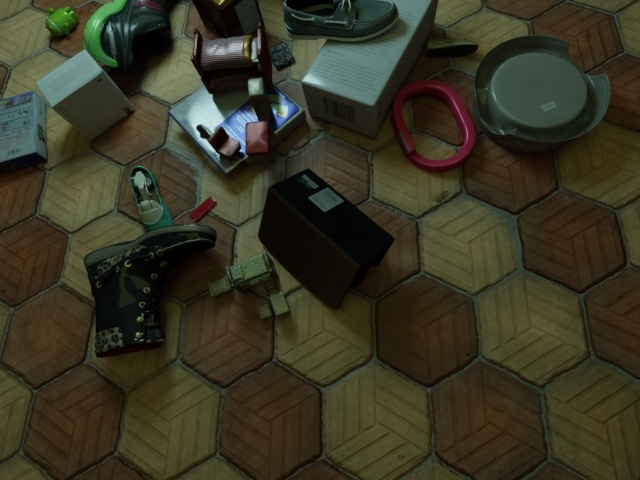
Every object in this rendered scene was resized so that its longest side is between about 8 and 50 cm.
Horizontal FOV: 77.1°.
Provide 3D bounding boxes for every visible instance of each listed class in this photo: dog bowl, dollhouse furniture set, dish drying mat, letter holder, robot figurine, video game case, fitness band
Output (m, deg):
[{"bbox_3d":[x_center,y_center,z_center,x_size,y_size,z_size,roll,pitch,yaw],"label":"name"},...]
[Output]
[{"bbox_3d":[0.598,-0.401,1.127,0.348,0.102,0.349,-2,72,6],"label":"dog bowl"},{"bbox_3d":[-0.192,0.141,1.031,0.182,0.101,0.161,-22,71,-2],"label":"dollhouse furniture set"},{"bbox_3d":[-0.343,-0.093,1.176,0.032,0.008,0.083,42,81,18],"label":"dish drying mat"},{"bbox_3d":[-0.241,-0.402,1.124,0.201,0.152,0.374,-5,71,4],"label":"dollhouse furniture set"},{"bbox_3d":[0.000,0.000,1.048,0.302,0.214,0.152,41,48,18],"label":"letter holder"},{"bbox_3d":[-0.929,-0.782,1.440,0.101,0.067,0.115,45,81,5],"label":"robot figurine"},{"bbox_3d":[-1.034,-0.338,1.306,0.269,0.061,0.244,-16,72,1],"label":"video game case"},{"bbox_3d":[0.323,-0.334,1.164,0.209,0.054,0.291,-16,71,-2],"label":"fitness band"}]

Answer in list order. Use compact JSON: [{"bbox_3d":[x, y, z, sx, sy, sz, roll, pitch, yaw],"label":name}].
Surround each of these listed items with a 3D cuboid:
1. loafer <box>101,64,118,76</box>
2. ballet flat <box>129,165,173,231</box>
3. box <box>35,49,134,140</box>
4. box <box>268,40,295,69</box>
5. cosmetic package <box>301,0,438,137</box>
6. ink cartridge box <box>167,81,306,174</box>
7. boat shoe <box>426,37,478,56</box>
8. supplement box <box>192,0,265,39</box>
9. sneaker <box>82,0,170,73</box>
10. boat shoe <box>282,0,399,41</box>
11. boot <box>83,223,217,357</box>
[{"bbox_3d":[-0.705,-0.588,1.368,0.125,0.045,0.039,-40,88,-2],"label":"loafer"},{"bbox_3d":[-0.498,-0.113,1.158,0.083,0.087,0.247,-25,71,-3],"label":"ballet flat"},{"bbox_3d":[-0.719,-0.444,1.243,0.182,0.181,0.119,-39,71,-7],"label":"box"},{"bbox_3d":[-0.132,-0.608,1.320,0.067,0.018,0.083,-28,71,-3],"label":"box"},{"bbox_3d":[0.154,-0.558,1.195,0.230,0.161,0.453,25,76,16],"label":"cosmetic package"},{"bbox_3d":[-0.255,-0.381,1.234,0.307,0.072,0.303,-42,74,-6],"label":"ink cartridge box"},{"bbox_3d":[0.407,-0.602,1.241,0.153,0.056,0.048,0,76,14],"label":"boat shoe"},{"bbox_3d":[-0.307,-0.762,1.297,0.191,0.194,0.129,42,81,17],"label":"supplement box"},{"bbox_3d":[-0.594,-0.744,1.359,0.202,0.185,0.483,32,65,-23],"label":"sneaker"},{"bbox_3d":[0.052,-0.620,1.093,0.319,0.099,0.116,1,69,10],"label":"boat shoe"},{"bbox_3d":[-0.433,0.127,1.043,0.377,0.138,0.284,-15,69,5],"label":"boot"}]
